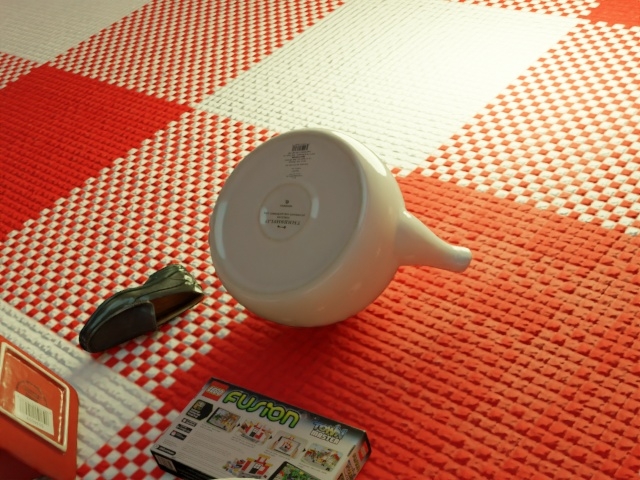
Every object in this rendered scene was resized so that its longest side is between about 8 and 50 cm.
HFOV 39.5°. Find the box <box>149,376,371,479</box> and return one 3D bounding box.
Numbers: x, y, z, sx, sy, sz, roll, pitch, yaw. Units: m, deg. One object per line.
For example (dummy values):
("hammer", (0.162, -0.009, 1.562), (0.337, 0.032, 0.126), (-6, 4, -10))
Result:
("box", (-0.064, 0.219, 0.927), (0.207, 0.036, 0.114), (13, 45, 33))

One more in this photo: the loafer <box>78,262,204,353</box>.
("loafer", (-0.226, 0.092, 1.132), (0.170, 0.062, 0.061), (-37, 46, -24))

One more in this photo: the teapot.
("teapot", (0.000, 0.000, 1.076), (0.252, 0.187, 0.256), (-42, 55, 9))

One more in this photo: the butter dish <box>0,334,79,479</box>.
("butter dish", (-0.358, 0.203, 0.985), (0.118, 0.160, 0.160), (-36, 35, 11))

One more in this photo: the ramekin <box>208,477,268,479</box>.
("ramekin", (-0.081, 0.333, 0.686), (0.277, 0.135, 0.277), (-9, 31, 6))
